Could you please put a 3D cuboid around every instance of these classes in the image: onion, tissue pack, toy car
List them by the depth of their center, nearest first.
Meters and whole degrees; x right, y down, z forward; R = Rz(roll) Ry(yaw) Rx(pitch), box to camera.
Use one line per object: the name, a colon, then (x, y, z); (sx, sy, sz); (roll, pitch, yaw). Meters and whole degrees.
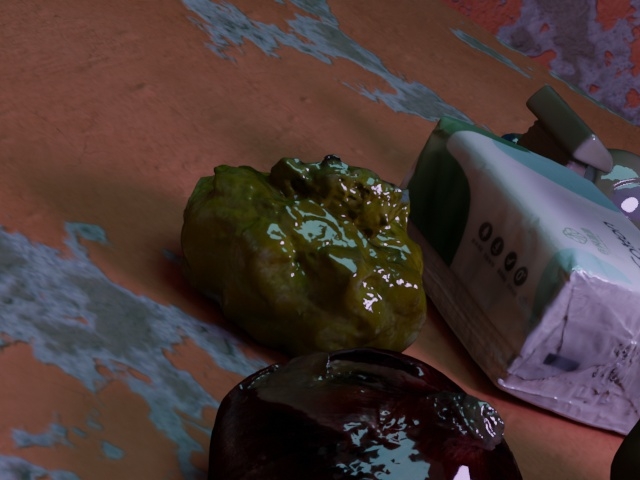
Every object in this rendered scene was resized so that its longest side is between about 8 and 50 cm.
onion: (0.054, 0.173, 1.296); (0.272, 0.195, 0.272); (27, 28, -16)
tissue pack: (0.259, 0.037, 1.976); (0.266, 0.194, 0.356); (21, 21, -34)
toy car: (0.392, -0.036, 2.331); (0.336, 0.226, 0.242); (20, 21, -28)

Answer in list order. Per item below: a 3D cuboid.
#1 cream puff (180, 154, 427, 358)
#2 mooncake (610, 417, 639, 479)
cream puff: (-0.002, -0.001, 1.677); (0.282, 0.185, 0.282); (30, 20, -13)
mooncake: (0.494, 0.235, 1.474); (0.467, 0.262, 0.467); (33, -14, 9)
